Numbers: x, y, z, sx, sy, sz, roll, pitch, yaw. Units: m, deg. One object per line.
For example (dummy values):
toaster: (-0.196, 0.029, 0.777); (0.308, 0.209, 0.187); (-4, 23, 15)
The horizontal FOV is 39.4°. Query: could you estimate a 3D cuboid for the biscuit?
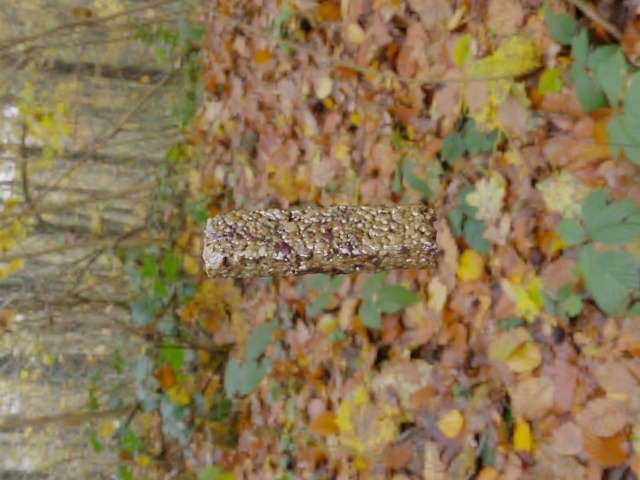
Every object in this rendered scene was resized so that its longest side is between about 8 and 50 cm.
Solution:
biscuit: (0.000, 0.000, 0.753); (0.034, 0.199, 0.064); (80, -171, -46)
